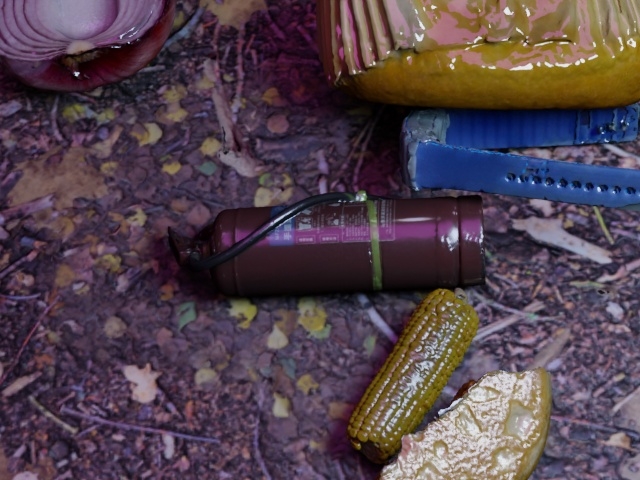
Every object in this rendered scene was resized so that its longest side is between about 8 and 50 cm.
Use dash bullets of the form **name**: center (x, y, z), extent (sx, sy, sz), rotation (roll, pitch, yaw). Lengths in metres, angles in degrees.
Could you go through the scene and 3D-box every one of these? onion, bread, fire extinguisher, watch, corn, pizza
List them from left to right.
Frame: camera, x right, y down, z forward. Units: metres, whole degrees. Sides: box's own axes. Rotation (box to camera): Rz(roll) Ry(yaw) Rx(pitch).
- **onion**: center (-0.271, -0.292, 1.747), extent (0.227, 0.120, 0.283), rotation (-4, 60, 6)
- **fire extinguisher**: center (0.000, 0.000, 1.547), extent (0.341, 0.105, 0.141), rotation (-2, 17, 6)
- **corn**: center (0.094, 0.131, 1.463), extent (0.068, 0.068, 0.207), rotation (24, 62, 20)
- **pizza**: center (0.132, 0.210, 1.405), extent (0.127, 0.058, 0.246), rotation (40, 74, -6)
- **bread**: center (0.186, -0.226, 1.592), extent (0.389, 0.236, 0.183), rotation (-3, 94, 8)
- **watch**: center (0.217, -0.079, 1.502), extent (0.275, 0.068, 0.276), rotation (1, 19, 1)
